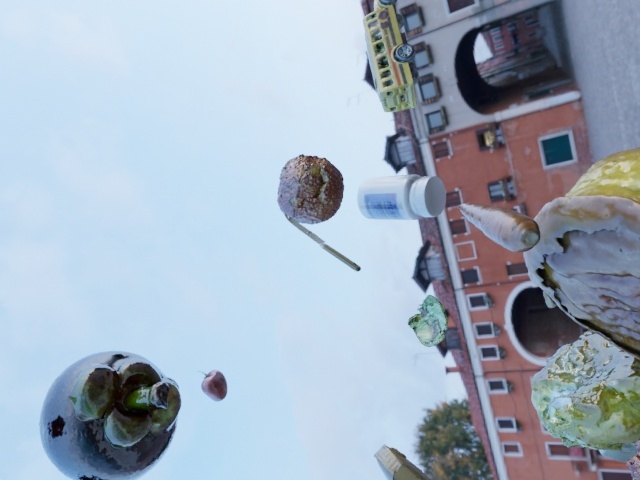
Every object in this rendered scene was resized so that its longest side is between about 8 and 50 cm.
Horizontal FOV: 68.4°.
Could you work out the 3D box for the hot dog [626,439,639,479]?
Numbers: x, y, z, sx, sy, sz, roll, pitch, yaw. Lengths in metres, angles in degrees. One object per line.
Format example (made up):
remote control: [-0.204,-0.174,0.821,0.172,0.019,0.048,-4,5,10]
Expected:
hot dog: [0.377,0.159,0.452,0.249,0.076,0.102,-62,-17,12]

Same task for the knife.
knife: [-0.001,0.002,1.363,0.047,0.297,0.017,-24,-37,-56]

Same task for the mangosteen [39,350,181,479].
mangosteen: [-0.492,0.414,1.113,0.330,0.329,0.331,31,-126,-54]

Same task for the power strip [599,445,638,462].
power strip: [0.704,0.383,1.047,0.048,0.080,0.286,-73,-9,-65]

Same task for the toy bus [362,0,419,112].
toy bus: [0.190,-0.522,1.292,0.121,0.122,0.336,46,-147,-66]

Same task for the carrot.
carrot: [0.224,-0.028,0.628,0.216,0.048,0.048,-109,0,-75]

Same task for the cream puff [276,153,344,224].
cream puff: [-0.034,-0.167,1.562,0.164,0.239,0.240,-51,-53,-80]

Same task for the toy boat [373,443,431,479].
toy boat: [0.253,0.634,1.161,0.321,0.089,0.121,47,171,1]

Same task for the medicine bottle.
medicine bottle: [0.183,-0.098,1.077,0.102,0.186,0.103,-4,-85,-45]

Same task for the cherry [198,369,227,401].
cherry: [-0.394,0.541,1.767,0.126,0.086,0.106,50,-157,-34]

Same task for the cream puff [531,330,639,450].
cream puff: [0.534,0.289,0.852,0.185,0.281,0.282,50,-147,-4]

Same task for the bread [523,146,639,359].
bread: [0.471,0.028,0.647,0.204,0.336,0.358,-55,-37,-18]

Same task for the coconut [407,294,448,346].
coconut: [0.326,0.246,1.409,0.055,0.133,0.158,23,-117,-28]
